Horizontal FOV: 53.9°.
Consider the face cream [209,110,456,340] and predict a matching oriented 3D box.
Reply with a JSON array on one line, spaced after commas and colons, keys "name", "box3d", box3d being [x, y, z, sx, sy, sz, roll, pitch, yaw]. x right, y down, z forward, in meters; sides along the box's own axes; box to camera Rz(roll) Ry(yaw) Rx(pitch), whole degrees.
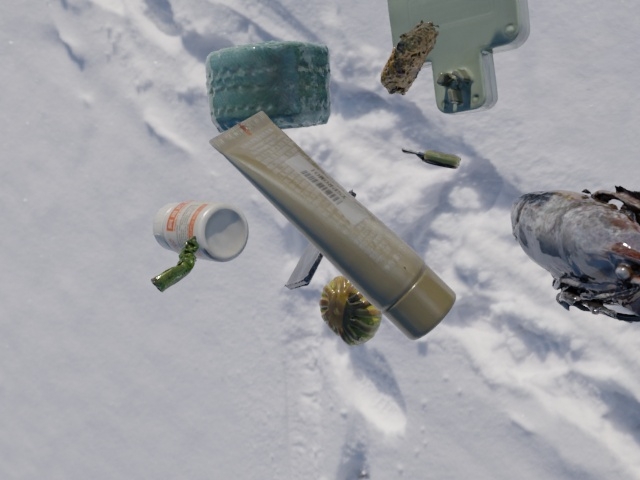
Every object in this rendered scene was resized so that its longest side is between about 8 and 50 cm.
[{"name": "face cream", "box3d": [0.020, -0.023, 0.774, 0.341, 0.137, 0.084, 44, 125, -2]}]

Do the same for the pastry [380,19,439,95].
[{"name": "pastry", "box3d": [0.129, -0.271, 0.948, 0.056, 0.080, 0.140, 39, 155, 6]}]

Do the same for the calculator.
[{"name": "calculator", "box3d": [0.000, 0.000, 1.529, 0.021, 0.262, 0.161, 33, 162, -12]}]

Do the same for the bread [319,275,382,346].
[{"name": "bread", "box3d": [0.084, 0.200, 1.834, 0.213, 0.104, 0.214, -3, 85, 40]}]

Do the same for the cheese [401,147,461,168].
[{"name": "cheese", "box3d": [0.302, -0.232, 1.728, 0.162, 0.086, 0.036, 15, 106, 16]}]

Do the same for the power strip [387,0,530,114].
[{"name": "power strip", "box3d": [0.233, -0.352, 1.084, 0.229, 0.141, 0.261, -4, 97, 31]}]

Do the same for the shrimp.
[{"name": "shrimp", "box3d": [0.294, 0.027, 0.628, 0.116, 0.343, 0.145, -34, 107, 2]}]

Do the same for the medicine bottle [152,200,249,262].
[{"name": "medicine bottle", "box3d": [-0.293, -0.025, 1.514, 0.252, 0.144, 0.145, 3, 104, 51]}]

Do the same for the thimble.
[{"name": "thimble", "box3d": [-0.095, -0.265, 1.108, 0.234, 0.198, 0.143, 1, 99, 24]}]

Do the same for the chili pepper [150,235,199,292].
[{"name": "chili pepper", "box3d": [-0.154, 0.026, 0.694, 0.027, 0.083, 0.022, 18, 135, 15]}]
